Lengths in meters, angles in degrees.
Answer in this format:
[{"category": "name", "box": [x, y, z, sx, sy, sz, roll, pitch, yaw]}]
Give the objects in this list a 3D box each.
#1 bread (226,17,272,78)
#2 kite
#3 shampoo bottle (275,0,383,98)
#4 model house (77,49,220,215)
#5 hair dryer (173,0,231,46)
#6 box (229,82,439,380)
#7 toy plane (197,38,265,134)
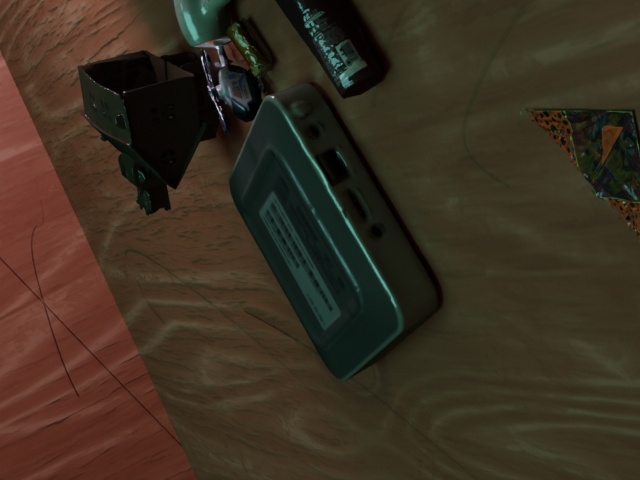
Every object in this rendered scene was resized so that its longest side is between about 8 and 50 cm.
[{"category": "bread", "box": [-0.099, -0.272, 1.724, 0.083, 0.036, 0.047, 58, 166, 10]}, {"category": "kite", "box": [0.268, -0.081, 1.130, 0.222, 0.008, 0.125, 54, 157, 23]}, {"category": "shampoo bottle", "box": [-0.009, -0.281, 1.459, 0.236, 0.068, 0.067, 61, 161, 10]}, {"category": "model house", "box": [-0.261, -0.166, 1.971, 0.211, 0.204, 0.243, 33, 134, 52]}, {"category": "hair dryer", "box": [-0.147, -0.388, 1.690, 0.237, 0.075, 0.206, -5, 104, 59]}, {"category": "box", "box": [0.000, 0.000, 1.733, 0.367, 0.090, 0.373, 59, 159, 11]}, {"category": "toy plane", "box": [-0.131, -0.238, 1.786, 0.053, 0.078, 0.197, 93, 159, -55]}]
